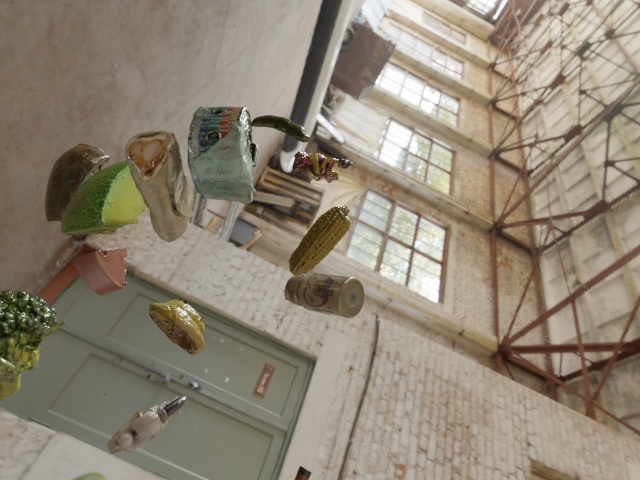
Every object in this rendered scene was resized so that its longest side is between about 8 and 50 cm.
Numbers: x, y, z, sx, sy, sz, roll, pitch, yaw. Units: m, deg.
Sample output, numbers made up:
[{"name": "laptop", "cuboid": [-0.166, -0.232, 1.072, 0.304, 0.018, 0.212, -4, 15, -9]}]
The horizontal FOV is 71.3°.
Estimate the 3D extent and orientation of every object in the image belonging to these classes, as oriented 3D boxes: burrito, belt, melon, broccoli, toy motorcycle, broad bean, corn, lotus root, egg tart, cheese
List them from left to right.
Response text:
[{"name": "broccoli", "cuboid": [-0.788, 0.240, 1.024, 0.324, 0.272, 0.334, -31, -178, 41]}, {"name": "lotus root", "cuboid": [-0.932, -0.212, 1.650, 0.142, 0.210, 0.314, 5, 100, -81]}, {"name": "cheese", "cuboid": [-0.911, 0.098, 1.854, 0.177, 0.128, 0.203, 54, 24, -57]}, {"name": "melon", "cuboid": [-0.704, -0.104, 1.453, 0.343, 0.226, 0.331, -12, -131, 25]}, {"name": "toy motorcycle", "cuboid": [-0.615, 0.647, 1.537, 0.340, 0.108, 0.223, -36, 176, 30]}, {"name": "burrito", "cuboid": [-0.375, -0.124, 1.064, 0.299, 0.105, 0.143, 104, -7, -62]}, {"name": "egg tart", "cuboid": [-0.569, 0.339, 1.819, 0.115, 0.290, 0.290, -47, 173, -35]}, {"name": "belt", "cuboid": [-0.226, -0.209, 1.058, 0.258, 0.149, 0.207, -94, -177, -49]}, {"name": "broad bean", "cuboid": [-0.134, -0.363, 1.430, 0.039, 0.226, 0.069, 27, 77, -73]}, {"name": "corn", "cuboid": [0.000, 0.000, 1.341, 0.262, 0.097, 0.097, -51, -176, 0]}]

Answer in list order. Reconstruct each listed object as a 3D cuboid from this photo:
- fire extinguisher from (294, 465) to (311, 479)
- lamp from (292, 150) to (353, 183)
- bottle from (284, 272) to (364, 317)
[{"name": "fire extinguisher", "cuboid": [-0.092, 0.888, 1.564, 0.177, 0.062, 0.050, -62, -174, -21]}, {"name": "lamp", "cuboid": [0.007, -0.295, 1.822, 0.118, 0.253, 0.118, -51, 151, -44]}, {"name": "bottle", "cuboid": [0.005, 0.128, 1.108, 0.110, 0.209, 0.097, -17, 105, -44]}]
